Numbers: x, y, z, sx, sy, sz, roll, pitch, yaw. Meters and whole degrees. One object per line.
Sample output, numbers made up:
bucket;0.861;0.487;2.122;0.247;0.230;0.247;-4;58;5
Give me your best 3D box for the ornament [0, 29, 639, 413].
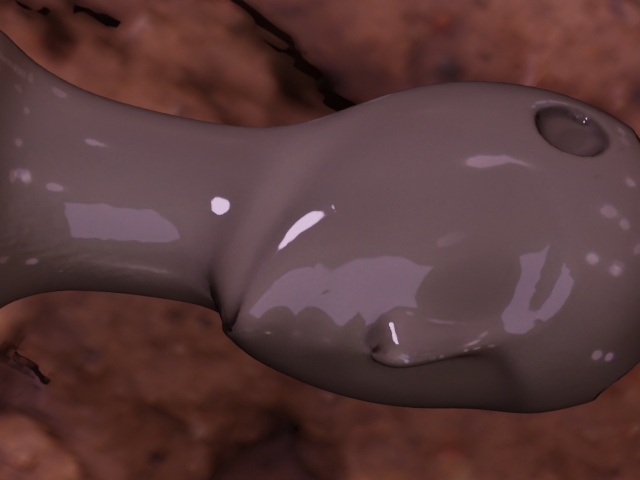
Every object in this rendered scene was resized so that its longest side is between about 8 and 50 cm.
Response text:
ornament;0.000;0.000;0.414;0.156;0.081;0.075;8;122;-5
